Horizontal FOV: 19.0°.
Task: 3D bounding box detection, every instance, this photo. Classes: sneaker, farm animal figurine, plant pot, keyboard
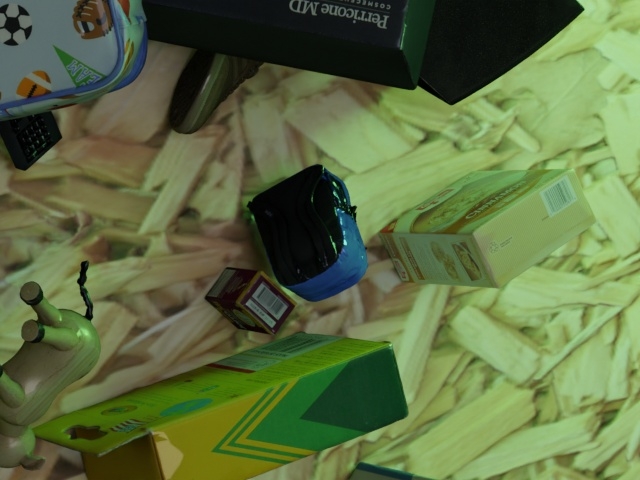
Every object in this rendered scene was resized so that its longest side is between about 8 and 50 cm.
[{"bbox_3d":[-0.086,-0.183,1.928,0.071,0.066,0.188,29,78,-27],"label":"sneaker"},{"bbox_3d":[-0.362,0.168,1.678,0.172,0.330,0.327,49,48,-62],"label":"farm animal figurine"},{"bbox_3d":[0.124,-0.252,1.977,0.188,0.187,0.167,38,92,-31],"label":"plant pot"},{"bbox_3d":[-0.284,-0.169,1.801,0.100,0.038,0.192,-54,134,-46],"label":"keyboard"}]

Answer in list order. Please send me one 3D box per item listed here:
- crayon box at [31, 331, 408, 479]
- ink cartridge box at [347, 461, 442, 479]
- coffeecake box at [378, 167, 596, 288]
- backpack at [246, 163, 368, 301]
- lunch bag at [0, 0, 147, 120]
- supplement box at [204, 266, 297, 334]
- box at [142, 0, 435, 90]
[{"bbox_3d":[-0.102,0.176,1.849,0.318,0.202,0.081,-18,99,-26],"label":"crayon box"},{"bbox_3d":[0.167,0.374,1.984,0.307,0.223,0.129,40,72,-23],"label":"ink cartridge box"},{"bbox_3d":[0.173,-0.014,2.004,0.142,0.185,0.068,-33,106,-25],"label":"coffeecake box"},{"bbox_3d":[0.000,0.000,1.936,0.101,0.098,0.120,33,32,-49],"label":"backpack"},{"bbox_3d":[-0.292,-0.256,1.663,0.243,0.115,0.303,-12,96,12],"label":"lunch bag"},{"bbox_3d":[-0.071,0.061,1.929,0.055,0.083,0.043,43,73,-22],"label":"supplement box"},{"bbox_3d":[-0.048,-0.336,1.795,0.343,0.179,0.312,12,83,9],"label":"box"}]
